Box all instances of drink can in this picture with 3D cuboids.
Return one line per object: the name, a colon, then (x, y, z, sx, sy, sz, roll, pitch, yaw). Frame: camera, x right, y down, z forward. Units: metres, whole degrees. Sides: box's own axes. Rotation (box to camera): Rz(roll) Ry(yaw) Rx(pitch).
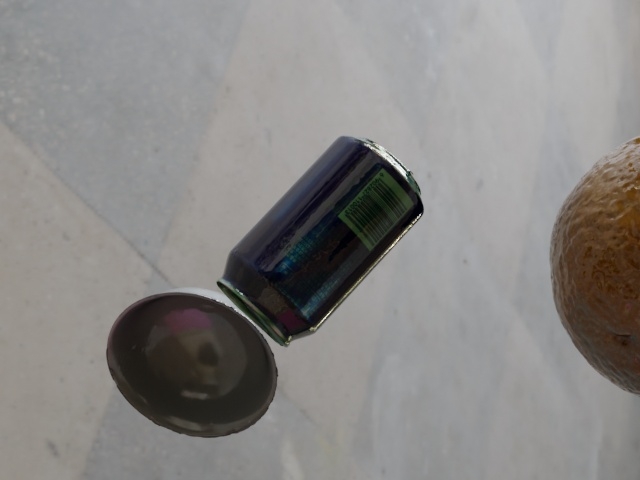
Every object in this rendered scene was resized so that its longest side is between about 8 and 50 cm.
drink can: (0.000, 0.000, 1.082, 0.205, 0.118, 0.118, -46, 136, -11)

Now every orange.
orange: (0.437, 0.021, 1.301, 0.357, 0.322, 0.322, -39, 123, -44)

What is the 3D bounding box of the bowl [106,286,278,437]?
bowl: (-0.128, 0.114, 1.209, 0.086, 0.189, 0.189, -69, 147, -58)
